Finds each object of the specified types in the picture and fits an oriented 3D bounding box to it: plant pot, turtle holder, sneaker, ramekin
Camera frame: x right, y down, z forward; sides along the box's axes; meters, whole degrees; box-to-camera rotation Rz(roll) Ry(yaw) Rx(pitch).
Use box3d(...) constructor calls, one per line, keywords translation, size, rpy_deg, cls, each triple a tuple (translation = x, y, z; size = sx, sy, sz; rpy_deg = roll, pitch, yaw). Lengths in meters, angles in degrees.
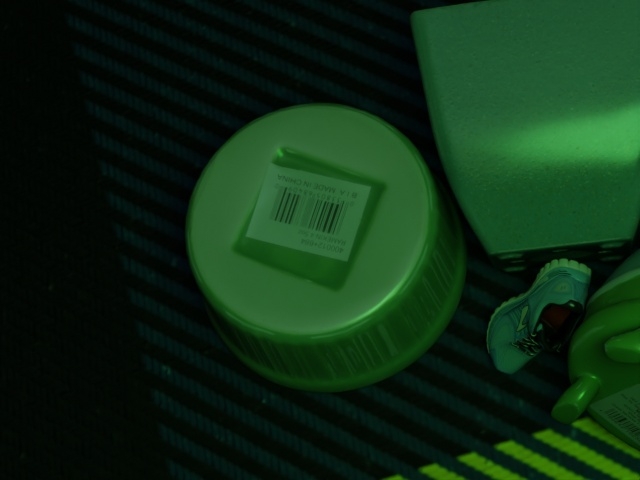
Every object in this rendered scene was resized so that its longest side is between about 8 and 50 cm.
box3d(translation=(0.239, -0.103, 1.639), size=(0.247, 0.247, 0.252), rpy_deg=(-7, 80, 9), cls="plant pot")
box3d(translation=(0.377, 0.078, 1.501), size=(0.243, 0.320, 0.227), rpy_deg=(22, 57, 16), cls="turtle holder")
box3d(translation=(0.220, 0.089, 1.614), size=(0.063, 0.162, 0.073), rpy_deg=(20, 44, -13), cls="sneaker")
box3d(translation=(0.000, 0.000, 1.692), size=(0.303, 0.148, 0.303), rpy_deg=(-4, 69, 10), cls="ramekin")
